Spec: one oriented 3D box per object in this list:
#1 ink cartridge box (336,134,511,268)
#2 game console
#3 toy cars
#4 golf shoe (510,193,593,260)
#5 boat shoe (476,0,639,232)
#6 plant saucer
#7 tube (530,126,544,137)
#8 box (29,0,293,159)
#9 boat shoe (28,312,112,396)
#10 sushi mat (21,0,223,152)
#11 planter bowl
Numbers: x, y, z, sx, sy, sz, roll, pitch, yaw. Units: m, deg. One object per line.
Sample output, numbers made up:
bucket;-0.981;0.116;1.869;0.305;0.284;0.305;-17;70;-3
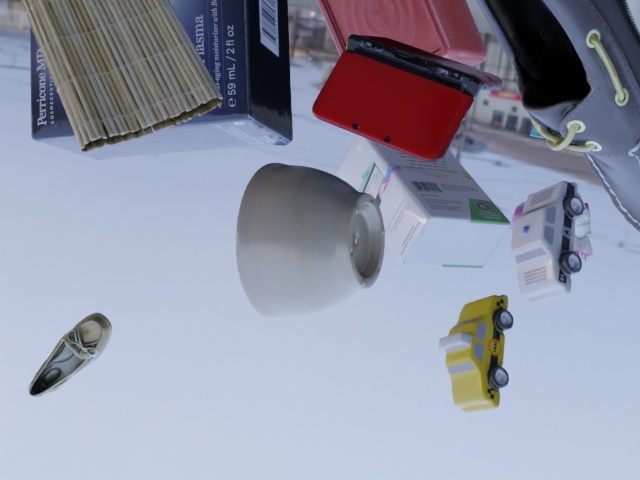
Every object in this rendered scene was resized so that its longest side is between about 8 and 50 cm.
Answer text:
ink cartridge box;0.185;-0.082;1.711;0.201;0.117;0.278;3;-141;-35
game console;0.087;-0.142;0.905;0.144;0.085;0.124;25;-160;22
toy cars;0.284;0.081;1.426;0.087;0.394;0.176;21;-164;-26
golf shoe;0.473;-0.050;1.882;0.115;0.140;0.306;5;169;34
boat shoe;0.126;-0.087;0.455;0.068;0.228;0.081;-36;-154;-9
plant saucer;0.096;-0.341;1.378;0.047;0.259;0.259;-26;-175;-39
tube;0.358;-0.227;1.250;0.080;0.207;0.052;17;170;42
box;-0.204;-0.269;1.183;0.293;0.297;0.182;-4;175;16
boat shoe;-0.352;0.163;1.295;0.056;0.153;0.048;48;-165;-4
sushi mat;-0.231;-0.230;1.000;0.151;0.019;0.317;-22;-122;-13
planter bowl;0.000;0.000;0.940;0.109;0.162;0.162;0;-171;26
